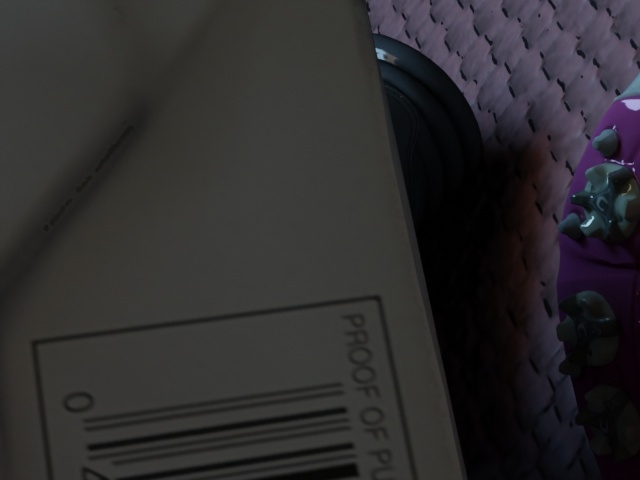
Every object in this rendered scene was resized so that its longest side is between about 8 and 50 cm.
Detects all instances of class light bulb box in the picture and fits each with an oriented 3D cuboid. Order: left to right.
[{"bbox_3d":[-0.102,0.135,0.493,0.361,0.225,0.358,119,143,-68],"label":"light bulb box"}]

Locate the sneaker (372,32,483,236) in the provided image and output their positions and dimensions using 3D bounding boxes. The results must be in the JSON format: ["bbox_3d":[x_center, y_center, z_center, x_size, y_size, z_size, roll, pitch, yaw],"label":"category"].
[{"bbox_3d":[0.000,0.000,0.783,0.147,0.104,0.296,-47,-4,-23],"label":"sneaker"}]

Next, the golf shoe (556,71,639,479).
[{"bbox_3d":[0.161,-0.049,0.491,0.115,0.140,0.306,23,112,51],"label":"golf shoe"}]
